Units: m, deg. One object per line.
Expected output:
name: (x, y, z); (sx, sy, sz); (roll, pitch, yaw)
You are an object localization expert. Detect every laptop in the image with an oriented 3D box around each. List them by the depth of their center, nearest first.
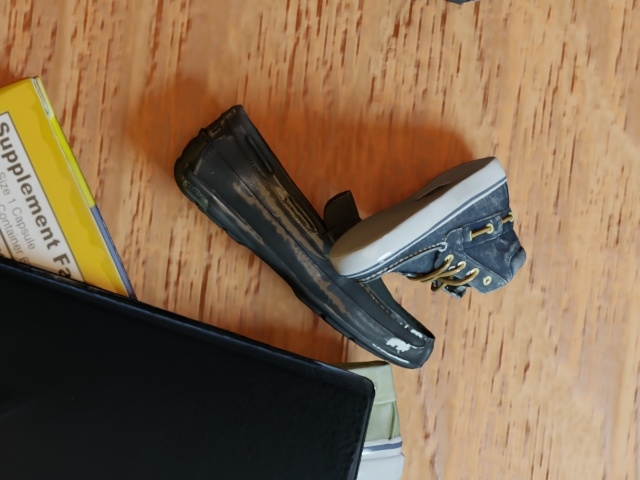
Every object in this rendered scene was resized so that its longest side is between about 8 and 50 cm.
laptop: (-0.220, 0.240, 1.015); (0.382, 0.236, 0.408); (20, 127, -19)

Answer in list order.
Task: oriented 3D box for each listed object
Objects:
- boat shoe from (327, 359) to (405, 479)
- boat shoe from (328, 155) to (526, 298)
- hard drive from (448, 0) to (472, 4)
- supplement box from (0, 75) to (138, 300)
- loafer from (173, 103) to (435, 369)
boat shoe: (-0.085, 0.127, 1.155); (0.302, 0.109, 0.094); (1, 87, -27)
boat shoe: (0.081, 0.009, 1.165); (0.183, 0.065, 0.083); (-31, 102, -47)
hard drive: (0.142, -0.328, 1.111); (0.064, 0.237, 0.339); (17, 89, -10)
supplement box: (-0.301, 0.055, 1.072); (0.356, 0.195, 0.194); (-24, 98, -8)
loafer: (0.000, 0.000, 1.182); (0.223, 0.076, 0.078); (42, 93, -5)
